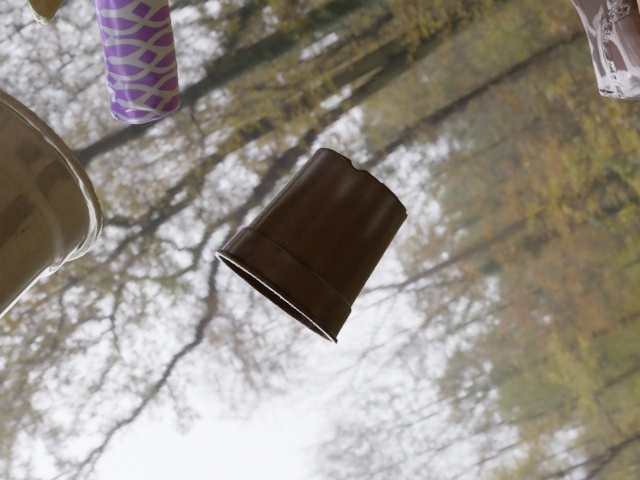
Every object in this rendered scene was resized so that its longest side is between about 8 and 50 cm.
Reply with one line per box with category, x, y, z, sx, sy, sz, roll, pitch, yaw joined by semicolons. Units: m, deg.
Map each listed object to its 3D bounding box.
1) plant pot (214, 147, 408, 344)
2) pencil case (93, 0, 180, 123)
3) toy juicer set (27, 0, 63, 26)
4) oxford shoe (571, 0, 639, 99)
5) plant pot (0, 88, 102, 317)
plant pot;0.000;0.000;1.239;0.167;0.165;0.167;37;172;6
pencil case;-0.204;-0.230;1.223;0.086;0.088;0.206;-26;-54;-36
toy juicer set;-0.316;-0.319;1.092;0.329;0.089;0.209;34;-128;13
oxford shoe;0.243;-0.296;0.983;0.130;0.132;0.364;-16;-88;-40
plant pot;-0.477;0.013;1.323;0.334;0.333;0.305;52;-132;-28
